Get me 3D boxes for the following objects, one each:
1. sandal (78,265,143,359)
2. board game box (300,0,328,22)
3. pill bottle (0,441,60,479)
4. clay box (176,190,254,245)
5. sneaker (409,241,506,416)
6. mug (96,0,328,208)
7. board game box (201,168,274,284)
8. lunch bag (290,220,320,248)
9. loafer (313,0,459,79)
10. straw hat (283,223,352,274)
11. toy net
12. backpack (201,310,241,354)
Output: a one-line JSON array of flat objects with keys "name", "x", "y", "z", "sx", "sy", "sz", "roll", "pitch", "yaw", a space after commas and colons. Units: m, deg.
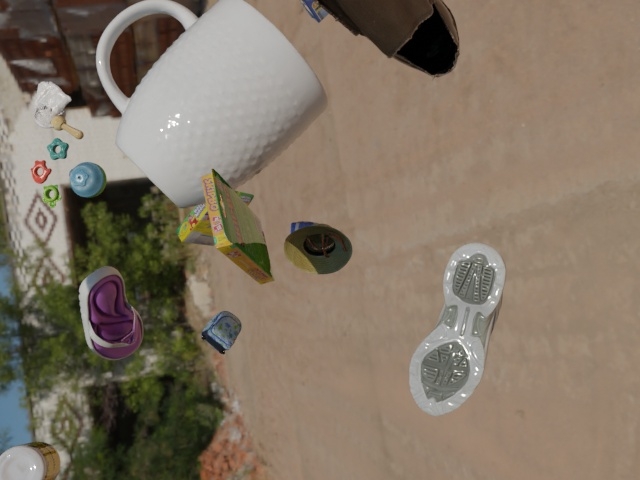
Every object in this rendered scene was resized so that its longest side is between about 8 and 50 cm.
[{"name": "sandal", "x": -0.580, "y": 0.238, "z": 1.979, "sx": 0.102, "sy": 0.169, "sz": 0.416, "roll": 39, "pitch": 153, "yaw": 27}, {"name": "board game box", "x": 0.032, "y": -0.494, "z": 1.207, "sx": 0.035, "sy": 0.201, "sz": 0.136, "roll": 48, "pitch": -178, "yaw": 38}, {"name": "pill bottle", "x": -0.388, "y": 0.305, "z": 0.944, "sx": 0.116, "sy": 0.065, "sz": 0.065, "roll": 119, "pitch": 140, "yaw": -76}, {"name": "clay box", "x": -0.304, "y": -0.078, "z": 2.041, "sx": 0.222, "sy": 0.127, "sz": 0.053, "roll": -47, "pitch": 59, "yaw": 24}, {"name": "sneaker", "x": 0.189, "y": 0.116, "z": 0.902, "sx": 0.115, "sy": 0.090, "sz": 0.232, "roll": -1, "pitch": -66, "yaw": -65}, {"name": "mug", "x": -0.229, "y": -0.263, "z": 1.271, "sx": 0.374, "sy": 0.328, "sz": 0.276, "roll": 46, "pitch": 174, "yaw": -12}, {"name": "board game box", "x": -0.136, "y": -0.017, "z": 1.163, "sx": 0.259, "sy": 0.039, "sz": 0.124, "roll": 62, "pitch": -168, "yaw": -70}, {"name": "lunch bag", "x": -0.041, "y": -0.013, "z": 1.716, "sx": 0.098, "sy": 0.065, "sz": 0.067, "roll": 10, "pitch": -97, "yaw": -79}, {"name": "loafer", "x": 0.094, "y": -0.328, "z": 0.947, "sx": 0.134, "sy": 0.366, "sz": 0.130, "roll": -45, "pitch": 56, "yaw": 25}, {"name": "straw hat", "x": 0.000, "y": 0.000, "z": 1.426, "sx": 0.144, "sy": 0.145, "sz": 0.061, "roll": 97, "pitch": -178, "yaw": -45}, {"name": "toy net", "x": -0.496, "y": -0.183, "z": 1.330, "sx": 0.045, "sy": 0.122, "sz": 0.232, "roll": 9, "pitch": -119, "yaw": -81}, {"name": "backpack", "x": -0.306, "y": 0.284, "z": 2.235, "sx": 0.084, "sy": 0.105, "sz": 0.114, "roll": -29, "pitch": 24, "yaw": 46}]
